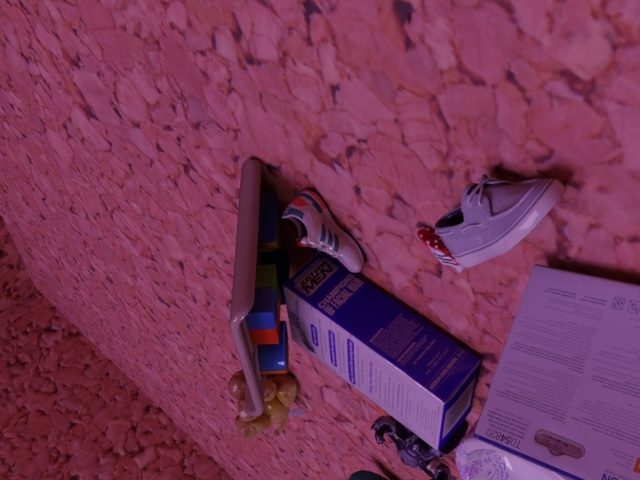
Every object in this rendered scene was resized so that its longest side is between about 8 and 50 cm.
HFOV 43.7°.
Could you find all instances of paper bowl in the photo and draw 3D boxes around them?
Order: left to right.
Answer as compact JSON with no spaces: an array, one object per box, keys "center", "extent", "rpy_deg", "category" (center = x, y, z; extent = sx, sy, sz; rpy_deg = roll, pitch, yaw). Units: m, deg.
[{"center":[0.346,0.337,1.136],"extent":[0.284,0.148,0.284],"rpy_deg":[36,152,23],"category":"paper bowl"}]

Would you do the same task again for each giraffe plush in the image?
[{"center":[-0.153,0.369,1.970],"extent":[0.170,0.181,0.210],"rpy_deg":[40,-170,37],"category":"giraffe plush"}]

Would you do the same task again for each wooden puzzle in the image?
[{"center":[-0.096,0.086,1.375],"extent":[0.080,0.322,0.348],"rpy_deg":[0,142,-1],"category":"wooden puzzle"}]

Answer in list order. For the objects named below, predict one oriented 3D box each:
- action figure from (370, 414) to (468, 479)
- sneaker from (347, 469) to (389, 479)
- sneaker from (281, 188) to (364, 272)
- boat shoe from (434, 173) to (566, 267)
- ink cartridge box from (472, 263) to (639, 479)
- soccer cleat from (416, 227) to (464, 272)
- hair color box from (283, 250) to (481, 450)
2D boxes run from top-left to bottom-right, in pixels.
[{"center":[0.184,0.390,1.521],"extent":[0.185,0.099,0.285],"rpy_deg":[32,155,12],"category":"action figure"},{"center":[0.197,0.629,1.830],"extent":[0.302,0.108,0.121],"rpy_deg":[38,153,1],"category":"sneaker"},{"center":[0.000,0.000,1.277],"extent":[0.161,0.075,0.057],"rpy_deg":[53,154,-11],"category":"sneaker"},{"center":[0.196,-0.031,0.933],"extent":[0.081,0.079,0.227],"rpy_deg":[43,157,-1],"category":"boat shoe"},{"center":[0.299,0.151,0.881],"extent":[0.045,0.224,0.223],"rpy_deg":[29,170,-39],"category":"ink cartridge box"},{"center":[0.166,0.014,1.100],"extent":[0.083,0.029,0.036],"rpy_deg":[33,147,18],"category":"soccer cleat"},{"center":[0.098,0.182,1.348],"extent":[0.338,0.110,0.185],"rpy_deg":[33,152,25],"category":"hair color box"}]
